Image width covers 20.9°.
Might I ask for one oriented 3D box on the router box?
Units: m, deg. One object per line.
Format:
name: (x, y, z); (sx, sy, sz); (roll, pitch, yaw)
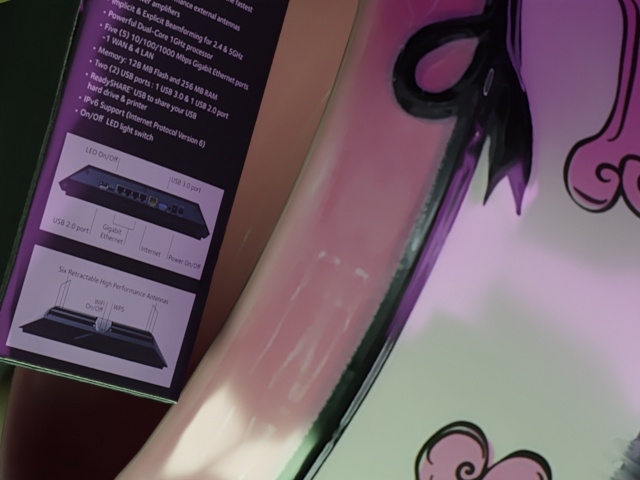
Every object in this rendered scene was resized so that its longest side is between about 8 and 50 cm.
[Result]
router box: (-0.140, -0.087, 0.653); (0.081, 0.309, 0.243); (20, 84, -41)

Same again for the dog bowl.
dog bowl: (0.000, 0.000, 0.742); (0.150, 0.408, 0.408); (25, 79, -20)
